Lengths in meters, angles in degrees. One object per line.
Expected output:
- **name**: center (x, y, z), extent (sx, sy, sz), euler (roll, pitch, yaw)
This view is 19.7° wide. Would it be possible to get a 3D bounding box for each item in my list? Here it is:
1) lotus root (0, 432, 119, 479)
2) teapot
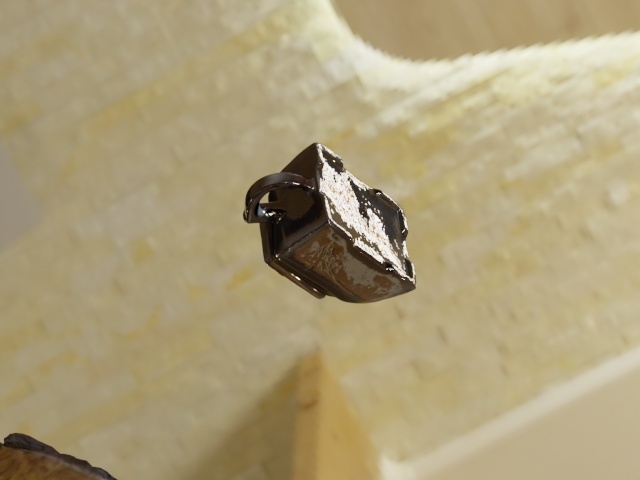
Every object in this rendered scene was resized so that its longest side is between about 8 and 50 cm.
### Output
- **lotus root**: center (-0.141, 0.247, 0.862), extent (0.272, 0.272, 0.192), euler (-15, -158, 51)
- **teapot**: center (0.000, 0.000, 1.469), extent (0.096, 0.177, 0.087), euler (-29, -133, 25)
